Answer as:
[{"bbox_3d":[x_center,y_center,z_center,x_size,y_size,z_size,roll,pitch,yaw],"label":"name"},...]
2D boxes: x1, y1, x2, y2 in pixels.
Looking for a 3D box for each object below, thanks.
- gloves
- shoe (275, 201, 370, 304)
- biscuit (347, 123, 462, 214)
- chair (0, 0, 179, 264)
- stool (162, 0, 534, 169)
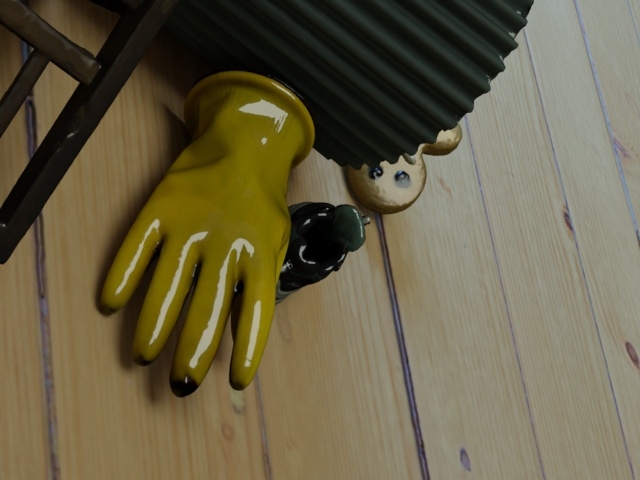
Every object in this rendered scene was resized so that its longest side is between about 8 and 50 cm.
[{"bbox_3d":[-0.090,0.000,1.254,0.133,0.116,0.294,17,49,-3],"label":"gloves"},{"bbox_3d":[0.000,0.000,1.386,0.071,0.099,0.169,62,31,-7],"label":"shoe"},{"bbox_3d":[0.079,-0.142,1.614,0.158,0.035,0.240,12,68,-18],"label":"biscuit"},{"bbox_3d":[-0.225,-0.226,1.132,0.203,0.416,0.240,38,-6,-40],"label":"chair"},{"bbox_3d":[-0.022,-0.265,1.381,0.330,0.297,0.297,31,43,-38],"label":"stool"}]
